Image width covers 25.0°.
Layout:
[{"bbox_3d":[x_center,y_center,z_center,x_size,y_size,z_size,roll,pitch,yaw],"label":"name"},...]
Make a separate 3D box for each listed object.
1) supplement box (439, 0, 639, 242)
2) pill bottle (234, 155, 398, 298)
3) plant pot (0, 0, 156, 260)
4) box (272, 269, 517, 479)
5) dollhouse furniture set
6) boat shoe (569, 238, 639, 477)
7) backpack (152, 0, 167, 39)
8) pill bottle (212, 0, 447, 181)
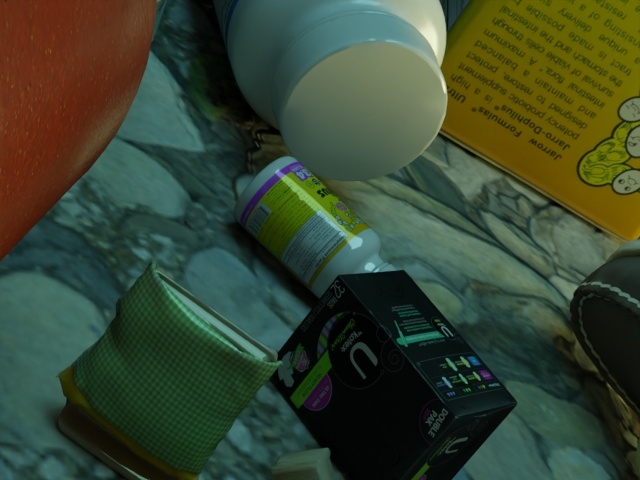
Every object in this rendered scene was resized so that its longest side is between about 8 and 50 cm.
[{"bbox_3d":[0.231,-0.213,0.959,0.195,0.356,0.194,30,29,-12],"label":"supplement box"},{"bbox_3d":[0.000,0.000,0.709,0.083,0.043,0.043,43,28,12],"label":"pill bottle"},{"bbox_3d":[-0.179,-0.062,0.400,0.272,0.272,0.265,36,19,0],"label":"plant pot"},{"bbox_3d":[0.030,0.063,0.626,0.052,0.062,0.083,-3,47,-52],"label":"box"},{"bbox_3d":[-0.030,0.086,0.509,0.151,0.076,0.058,36,27,-1],"label":"dollhouse furniture set"},{"bbox_3d":[0.218,0.110,0.709,0.096,0.117,0.324,-27,43,-15],"label":"boat shoe"},{"bbox_3d":[-0.130,-0.165,0.743,0.152,0.115,0.182,6,40,-26],"label":"backpack"},{"bbox_3d":[0.003,-0.135,0.835,0.124,0.124,0.221,19,32,-29],"label":"pill bottle"}]
